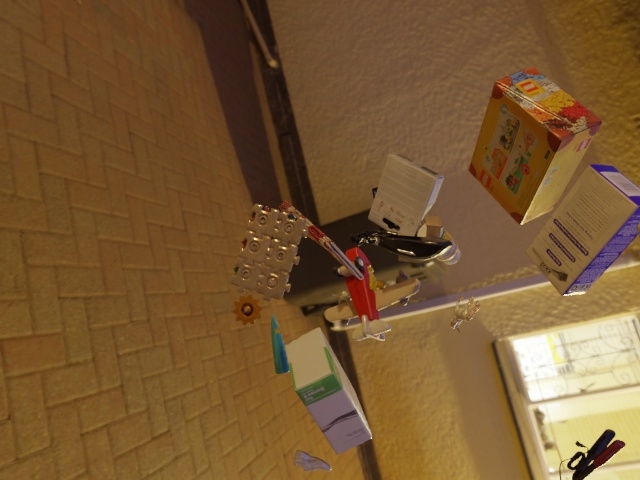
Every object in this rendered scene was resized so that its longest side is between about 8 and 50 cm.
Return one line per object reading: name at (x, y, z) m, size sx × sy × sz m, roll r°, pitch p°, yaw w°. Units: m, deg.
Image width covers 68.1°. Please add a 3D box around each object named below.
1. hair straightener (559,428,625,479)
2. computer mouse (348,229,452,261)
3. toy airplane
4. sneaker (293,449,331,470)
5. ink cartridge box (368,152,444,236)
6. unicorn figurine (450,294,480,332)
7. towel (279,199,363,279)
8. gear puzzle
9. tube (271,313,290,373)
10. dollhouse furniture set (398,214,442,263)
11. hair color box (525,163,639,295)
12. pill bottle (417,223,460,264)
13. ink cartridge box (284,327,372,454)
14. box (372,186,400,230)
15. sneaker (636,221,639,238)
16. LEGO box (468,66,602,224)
hair straightener at (0.771, 0.629, 1.370) m, size 0.047 × 0.230 × 0.089 m, roll 23°, pitch 20°, yaw -14°
computer mouse at (0.219, 0.014, 1.264) m, size 0.184 × 0.262 × 0.060 m, roll -17°, pitch 111°, yaw -70°
toy airplane at (0.226, 0.264, 2.131) m, size 0.273 × 0.386 × 0.384 m, roll 4°, pitch 110°, yaw -56°
sneaker at (-0.033, 0.874, 1.849) m, size 0.053 × 0.152 × 0.061 m, roll 89°, pitch 21°, yaw -68°
ink cartridge box at (0.263, -0.134, 1.492) m, size 0.066 × 0.189 × 0.232 m, roll -20°, pitch 134°, yaw -41°
unicorn figurine at (0.462, 0.236, 1.534) m, size 0.111 × 0.060 × 0.162 m, roll -62°, pitch 168°, yaw -8°
towel at (0.000, 0.000, 1.645) m, size 0.237 × 0.037 × 0.329 m, roll 46°, pitch -3°, yaw -43°
gear puzzle at (-0.154, 0.078, 1.330) m, size 0.044 × 0.176 × 0.338 m, roll 32°, pitch 75°, yaw -80°
tube at (-0.149, 0.355, 1.643) m, size 0.080 × 0.052 × 0.206 m, roll 165°, pitch -86°, yaw -81°
dollhouse furniture set at (0.372, -0.009, 1.792) m, size 0.123 × 0.144 × 0.151 m, roll -70°, pitch 163°, yaw -68°
hair color box at (0.754, -0.023, 1.340) m, size 0.185 × 0.110 × 0.338 m, roll -113°, pitch -148°, yaw -42°
pill bottle at (0.517, 0.016, 2.036) m, size 0.208 × 0.118 × 0.117 m, roll 40°, pitch 33°, yaw -35°
ink cartridge box at (0.022, 0.434, 1.368) m, size 0.289 × 0.122 × 0.211 m, roll 63°, pitch 0°, yaw -26°
box at (0.301, -0.138, 1.900) m, size 0.078 × 0.148 × 0.180 m, roll -22°, pitch 103°, yaw -63°
sneaker at (0.660, -0.044, 0.855) m, size 0.091 × 0.126 × 0.240 m, roll 45°, pitch 43°, yaw 5°
LEGO box at (0.836, -0.370, 1.930) m, size 0.372 × 0.193 × 0.500 m, roll 59°, pitch -15°, yaw 32°
